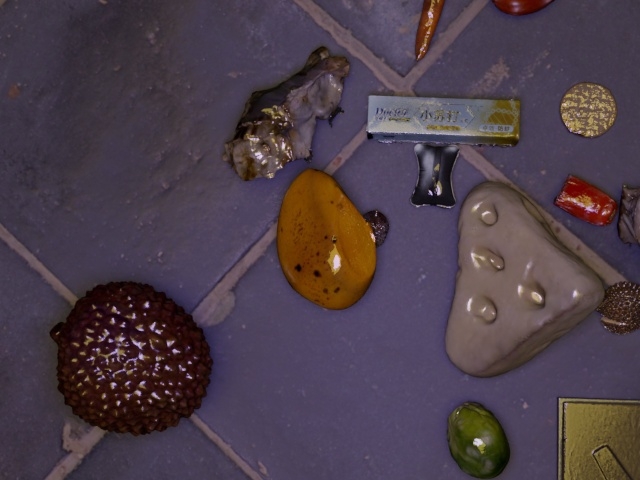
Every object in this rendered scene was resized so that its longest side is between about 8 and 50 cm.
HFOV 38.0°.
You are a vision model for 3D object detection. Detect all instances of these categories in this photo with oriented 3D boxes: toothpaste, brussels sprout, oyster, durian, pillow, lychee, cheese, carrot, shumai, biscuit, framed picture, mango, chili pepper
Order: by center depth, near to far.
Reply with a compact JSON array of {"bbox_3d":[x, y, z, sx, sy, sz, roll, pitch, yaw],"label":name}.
[{"bbox_3d":[-0.376,0.233,1.835,0.330,0.306,0.306,15,88,2],"label":"lychee"},{"bbox_3d":[0.310,0.398,1.839,0.117,0.155,0.155,-39,84,3],"label":"brussels sprout"},{"bbox_3d":[0.653,-0.023,1.845,0.201,0.120,0.201,12,70,-36],"label":"shumai"},{"bbox_3d":[0.343,0.090,1.854,0.328,0.129,0.351,-51,57,22],"label":"cheese"},{"bbox_3d":[0.631,0.138,1.861,0.140,0.071,0.111,7,87,1],"label":"durian"},{"bbox_3d":[0.573,0.452,1.872,0.192,0.018,0.266,2,86,5],"label":"framed picture"},{"bbox_3d":[0.000,0.000,1.873,0.191,0.160,0.291,-15,87,41],"label":"mango"},{"bbox_3d":[0.540,-0.074,1.883,0.123,0.070,0.073,29,46,10],"label":"chili pepper"},{"bbox_3d":[-0.059,-0.257,1.910,0.337,0.133,0.197,-43,57,-13],"label":"oyster"},{"bbox_3d":[0.112,-0.026,1.918,0.068,0.067,0.083,29,112,48],"label":"lychee"},{"bbox_3d":[0.553,-0.270,1.919,0.120,0.015,0.120,0,86,5],"label":"biscuit"},{"bbox_3d":[0.252,-0.247,1.921,0.312,0.071,0.089,3,83,6],"label":"toothpaste"},{"bbox_3d":[0.236,-0.133,1.922,0.091,0.055,0.136,0,83,37],"label":"pillow"},{"bbox_3d":[0.235,-0.481,1.948,0.057,0.057,0.224,16,93,6],"label":"carrot"}]

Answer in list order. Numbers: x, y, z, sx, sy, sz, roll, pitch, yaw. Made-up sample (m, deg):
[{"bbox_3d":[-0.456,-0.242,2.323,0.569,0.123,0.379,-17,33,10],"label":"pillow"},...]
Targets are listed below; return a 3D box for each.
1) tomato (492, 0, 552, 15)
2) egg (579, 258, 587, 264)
[{"bbox_3d":[0.407,-0.590,1.890,0.200,0.139,0.233,-42,83,-5],"label":"tomato"},{"bbox_3d":[0.488,0.069,1.872,0.080,0.080,0.096,29,94,6],"label":"egg"}]
